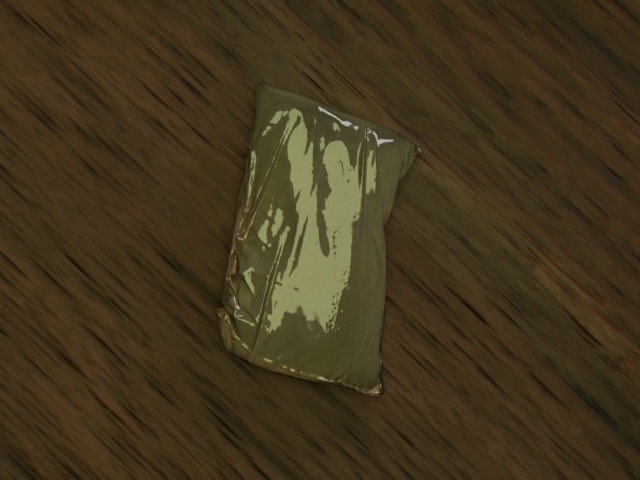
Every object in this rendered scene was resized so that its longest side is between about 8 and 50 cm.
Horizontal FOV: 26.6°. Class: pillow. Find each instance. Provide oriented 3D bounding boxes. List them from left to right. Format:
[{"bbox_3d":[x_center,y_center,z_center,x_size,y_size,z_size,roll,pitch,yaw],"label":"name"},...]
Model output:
[{"bbox_3d":[0.000,0.000,1.274,0.173,0.067,0.270,11,87,-7],"label":"pillow"}]
